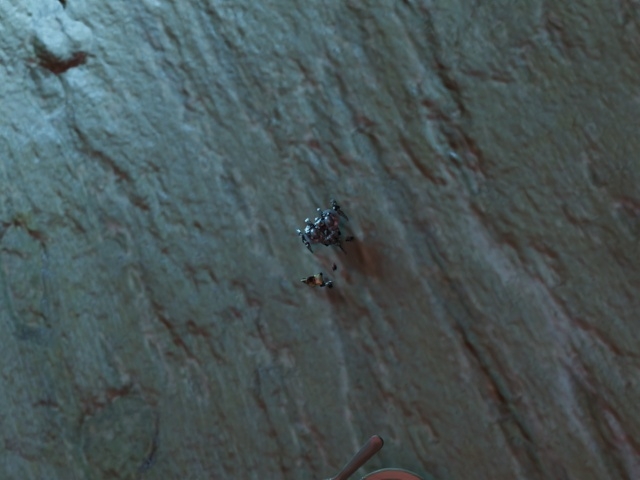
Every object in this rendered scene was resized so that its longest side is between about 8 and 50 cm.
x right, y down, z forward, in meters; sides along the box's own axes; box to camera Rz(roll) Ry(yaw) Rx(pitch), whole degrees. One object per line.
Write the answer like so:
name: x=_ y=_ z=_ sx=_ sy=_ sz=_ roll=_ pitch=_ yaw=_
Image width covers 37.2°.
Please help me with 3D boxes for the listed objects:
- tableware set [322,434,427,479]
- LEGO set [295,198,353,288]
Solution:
tableware set: x=0.027 y=0.264 z=0.782 sx=0.194 sy=0.039 sz=0.128 roll=-46 pitch=79 yaw=10
LEGO set: x=0.002 y=0.001 z=0.859 sx=0.054 sy=0.023 sz=0.083 roll=-10 pitch=74 yaw=16
